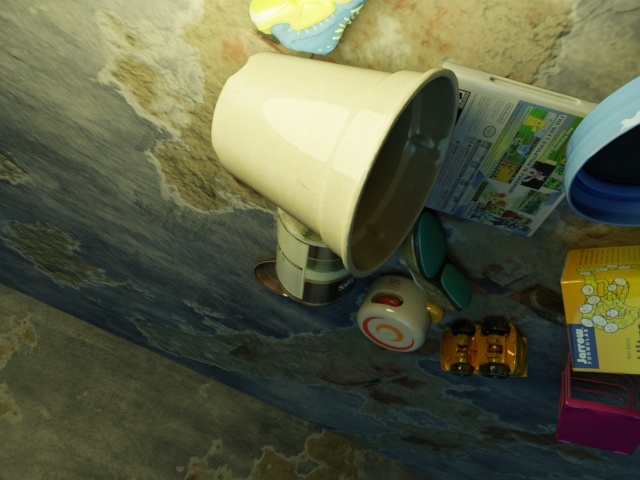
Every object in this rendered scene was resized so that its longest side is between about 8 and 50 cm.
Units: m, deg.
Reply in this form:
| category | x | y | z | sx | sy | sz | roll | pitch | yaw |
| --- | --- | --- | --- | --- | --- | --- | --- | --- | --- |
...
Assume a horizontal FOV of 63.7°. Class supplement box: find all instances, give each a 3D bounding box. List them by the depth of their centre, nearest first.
| category | x | y | z | sx | sy | sz | roll | pitch | yaw |
| --- | --- | --- | --- | --- | --- | --- | --- | --- | --- |
| supplement box | 0.660 | 0.123 | 0.962 | 0.357 | 0.195 | 0.194 | -6 | 104 | 32 |

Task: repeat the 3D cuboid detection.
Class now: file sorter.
| category | x | y | z | sx | sy | sz | roll | pitch | yaw |
| --- | --- | --- | --- | --- | --- | --- | --- | --- | --- |
| file sorter | 0.790 | 0.453 | 1.458 | 0.202 | 0.182 | 0.290 | 5 | 144 | 21 |

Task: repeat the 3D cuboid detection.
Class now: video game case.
| category | x | y | z | sx | sy | sz | roll | pitch | yaw |
| --- | --- | --- | --- | --- | --- | --- | --- | --- | --- |
| video game case | 0.316 | -0.147 | 0.943 | 0.300 | 0.036 | 0.329 | 17 | 146 | 2 |

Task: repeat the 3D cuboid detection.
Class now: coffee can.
| category | x | y | z | sx | sy | sz | roll | pitch | yaw |
| --- | --- | --- | --- | --- | --- | --- | --- | --- | --- |
| coffee can | 0.000 | 0.000 | 1.155 | 0.202 | 0.201 | 0.275 | 15 | 147 | 5 |

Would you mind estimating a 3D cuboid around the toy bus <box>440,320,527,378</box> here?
| category | x | y | z | sx | sy | sz | roll | pitch | yaw |
| --- | --- | --- | --- | --- | --- | --- | --- | --- | --- |
| toy bus | 0.485 | 0.326 | 1.478 | 0.220 | 0.149 | 0.211 | -10 | 153 | 39 |

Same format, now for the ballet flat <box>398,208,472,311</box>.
| category | x | y | z | sx | sy | sz | roll | pitch | yaw |
| --- | --- | --- | --- | --- | --- | --- | --- | --- | --- |
| ballet flat | 0.249 | 0.053 | 1.207 | 0.123 | 0.123 | 0.348 | -7 | 139 | 33 |

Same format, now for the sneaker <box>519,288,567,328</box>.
| category | x | y | z | sx | sy | sz | roll | pitch | yaw |
| --- | --- | --- | --- | --- | --- | --- | --- | --- | --- |
| sneaker | 0.582 | 0.173 | 1.275 | 0.188 | 0.066 | 0.071 | 31 | 162 | -10 |

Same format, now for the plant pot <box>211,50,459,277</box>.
| category | x | y | z | sx | sy | sz | roll | pitch | yaw |
| --- | --- | --- | --- | --- | --- | --- | --- | --- | --- |
| plant pot | 0.008 | -0.156 | 0.834 | 0.306 | 0.333 | 0.333 | 28 | 151 | 22 |

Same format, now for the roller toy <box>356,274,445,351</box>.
| category | x | y | z | sx | sy | sz | roll | pitch | yaw |
| --- | --- | --- | --- | --- | --- | --- | --- | --- | --- |
| roller toy | 0.208 | 0.191 | 1.385 | 0.191 | 0.146 | 0.209 | 36 | 145 | -8 |

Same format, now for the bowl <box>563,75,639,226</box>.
| category | x | y | z | sx | sy | sz | roll | pitch | yaw |
| --- | --- | --- | --- | --- | --- | --- | --- | --- | --- |
| bowl | 0.545 | -0.136 | 0.716 | 0.392 | 0.077 | 0.391 | -1 | 156 | 0 |

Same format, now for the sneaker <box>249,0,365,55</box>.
| category | x | y | z | sx | sy | sz | roll | pitch | yaw |
| --- | --- | --- | --- | --- | --- | --- | --- | --- | --- |
| sneaker | 0.020 | -0.350 | 0.764 | 0.240 | 0.091 | 0.126 | -4 | 159 | 29 |

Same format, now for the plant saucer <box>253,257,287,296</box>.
| category | x | y | z | sx | sy | sz | roll | pitch | yaw |
| --- | --- | --- | --- | --- | --- | --- | --- | --- | --- |
| plant saucer | -0.097 | 0.105 | 1.507 | 0.199 | 0.036 | 0.198 | 13 | 147 | 9 |
